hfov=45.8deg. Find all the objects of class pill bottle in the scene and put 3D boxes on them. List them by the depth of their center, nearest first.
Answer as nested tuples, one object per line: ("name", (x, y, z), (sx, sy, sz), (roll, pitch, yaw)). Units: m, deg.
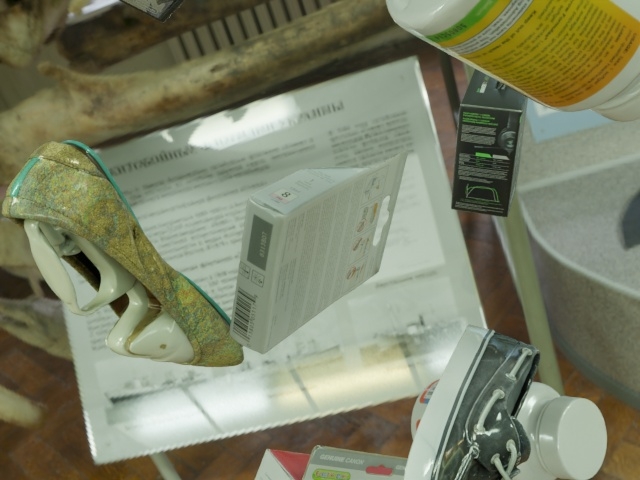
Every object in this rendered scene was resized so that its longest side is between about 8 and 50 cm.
("pill bottle", (0.186, -0.187, 0.616), (0.136, 0.246, 0.136), (-34, 47, 46))
("pill bottle", (0.228, 0.234, 0.932), (0.124, 0.124, 0.221), (-41, 18, -32))

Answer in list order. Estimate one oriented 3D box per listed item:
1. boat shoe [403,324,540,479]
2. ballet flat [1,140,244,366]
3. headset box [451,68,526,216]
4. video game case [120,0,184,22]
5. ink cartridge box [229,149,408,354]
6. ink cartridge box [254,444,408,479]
("boat shoe", (0.157, 0.204, 0.758), (0.102, 0.108, 0.301), (13, 36, 21))
("ballet flat", (-0.206, 0.054, 0.806), (0.123, 0.348, 0.123), (-20, 37, 16))
("headset box", (0.386, -0.240, 1.699), (0.131, 0.283, 0.246), (9, 36, 16))
("video game case", (-0.230, -0.386, 0.858), (0.248, 0.275, 0.035), (-29, 52, 40))
("ink cartridge box", (0.000, 0.000, 0.860), (0.066, 0.189, 0.232), (27, 37, 22))
("ink cartridge box", (0.035, 0.475, 1.346), (0.130, 0.309, 0.271), (28, 97, 56))
